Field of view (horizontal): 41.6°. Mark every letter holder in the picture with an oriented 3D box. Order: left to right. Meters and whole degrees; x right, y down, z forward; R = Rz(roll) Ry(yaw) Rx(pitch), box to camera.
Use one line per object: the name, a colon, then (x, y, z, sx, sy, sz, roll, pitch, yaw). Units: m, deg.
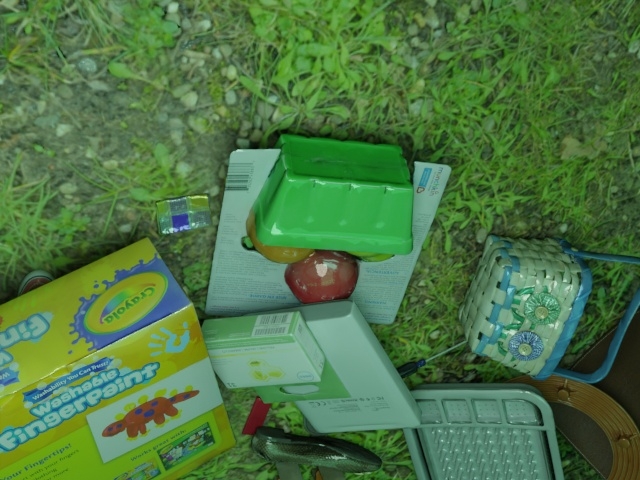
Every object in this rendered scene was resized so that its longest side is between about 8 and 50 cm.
letter holder: (0.621, 0.302, 1.687, 0.302, 0.214, 0.152, -51, 153, 17)

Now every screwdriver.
screwdriver: (0.206, 0.216, 1.559, 0.170, 0.024, 0.025, -26, 152, -4)

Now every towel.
towel: (-0.206, -0.040, 1.280, 0.083, 0.009, 0.060, -8, 122, -14)

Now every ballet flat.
ballet flat: (-0.008, 0.392, 1.535, 0.250, 0.084, 0.058, 15, 95, -17)

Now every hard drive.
hard drive: (0.021, 0.218, 1.399, 0.203, 0.040, 0.307, -10, 133, 25)

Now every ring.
ring: (0.449, 0.411, 1.626, 0.337, 0.032, 0.336, 9, 113, 21)

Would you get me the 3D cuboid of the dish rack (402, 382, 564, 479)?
dish rack: (0.311, 0.392, 1.593, 0.286, 0.072, 0.333, -5, 118, 23)

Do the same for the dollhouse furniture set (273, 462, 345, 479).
dollhouse furniture set: (-0.067, 0.546, 1.589, 0.259, 0.135, 0.262, -6, 121, -15)

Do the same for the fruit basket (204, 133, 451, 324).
fruit basket: (0.000, 0.000, 1.309, 0.327, 0.165, 0.353, 4, 139, -12)

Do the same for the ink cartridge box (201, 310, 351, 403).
ink cartridge box: (-0.071, 0.209, 1.347, 0.171, 0.056, 0.235, -8, 132, 23)

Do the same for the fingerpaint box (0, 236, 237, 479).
fingerpaint box: (-0.376, 0.252, 1.207, 0.445, 0.163, 0.371, -27, 140, -17)

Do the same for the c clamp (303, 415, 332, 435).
c clamp: (0.033, 0.294, 1.545, 0.137, 0.022, 0.160, -3, 120, -16)

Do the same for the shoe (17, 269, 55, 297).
shoe: (-0.426, 0.138, 1.266, 0.063, 0.081, 0.178, 6, 117, -21)

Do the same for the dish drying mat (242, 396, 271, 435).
dish drying mat: (-0.114, 0.316, 1.518, 0.032, 0.008, 0.083, 11, 115, -25)

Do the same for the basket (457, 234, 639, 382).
basket: (0.402, 0.124, 1.462, 0.289, 0.201, 0.254, 8, 115, -12)
